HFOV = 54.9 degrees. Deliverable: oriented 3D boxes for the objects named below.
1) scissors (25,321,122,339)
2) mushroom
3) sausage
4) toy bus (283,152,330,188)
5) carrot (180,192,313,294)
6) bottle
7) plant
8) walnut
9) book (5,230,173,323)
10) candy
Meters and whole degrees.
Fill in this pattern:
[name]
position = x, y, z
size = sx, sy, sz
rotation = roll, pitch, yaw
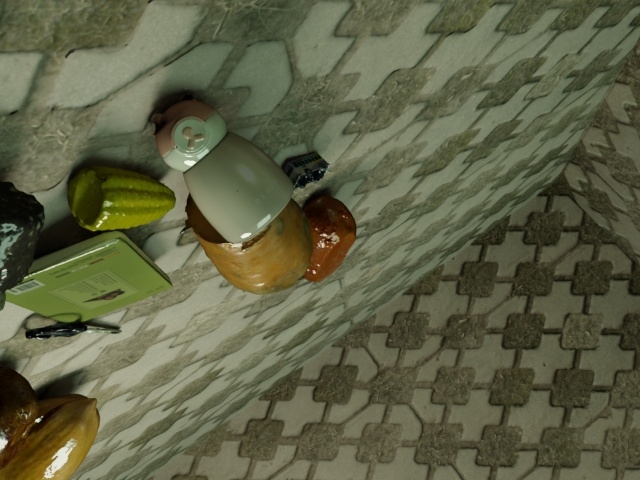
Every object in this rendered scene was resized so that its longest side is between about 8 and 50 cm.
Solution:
[scissors]
position = -0.515, 0.198, 1.344
size = 0.109, 0.022, 0.300
rotation = -13, 168, 10
[mushroom]
position = -0.664, 0.381, 1.254
size = 0.194, 0.138, 0.232
rotation = -112, -142, -75
[sausage]
position = -0.001, -0.001, 1.630
size = 0.153, 0.141, 0.268
rotation = -23, 153, -33
[toy bus]
position = -0.034, -0.155, 1.361
size = 0.102, 0.058, 0.052
rotation = -26, 157, -42
[carrot]
position = -0.136, -0.018, 1.268
size = 0.224, 0.224, 0.341
rotation = -36, 155, -5
[bottle]
position = -0.167, -0.124, 0.994
size = 0.147, 0.236, 0.147
rotation = -36, -161, 15
[plant]
position = -0.477, 0.016, 0.857
size = 0.195, 0.132, 0.129
rotation = -56, -178, 13
[walnut]
position = -0.658, 0.488, 1.518
size = 0.298, 0.203, 0.203
rotation = -41, 160, -2
[book]
position = -0.432, 0.081, 1.153
size = 0.239, 0.035, 0.352
rotation = -22, 164, -5
[candy]
position = -0.316, -0.067, 1.030
size = 0.106, 0.094, 0.199
rotation = -41, 163, 23
